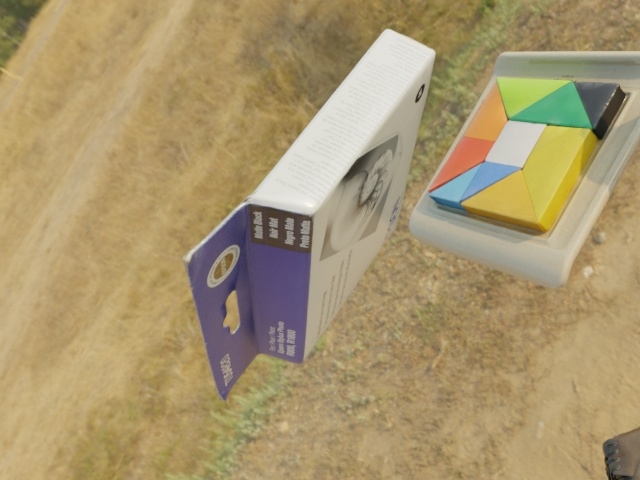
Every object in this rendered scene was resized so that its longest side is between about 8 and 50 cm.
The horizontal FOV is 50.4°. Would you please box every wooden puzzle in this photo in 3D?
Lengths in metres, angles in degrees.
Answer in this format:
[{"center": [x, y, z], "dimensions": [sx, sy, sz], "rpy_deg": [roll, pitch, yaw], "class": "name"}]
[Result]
[{"center": [0.206, -0.088, 0.694], "dimensions": [0.221, 0.044, 0.239], "rpy_deg": [23, 85, 55], "class": "wooden puzzle"}]

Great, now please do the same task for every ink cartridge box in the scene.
[{"center": [0.000, 0.000, 0.493], "dimensions": [0.224, 0.045, 0.223], "rpy_deg": [-53, -17, -28], "class": "ink cartridge box"}]

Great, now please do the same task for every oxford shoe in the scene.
[{"center": [0.334, 0.259, 0.712], "dimensions": [0.096, 0.083, 0.227], "rpy_deg": [16, 35, 38], "class": "oxford shoe"}]
